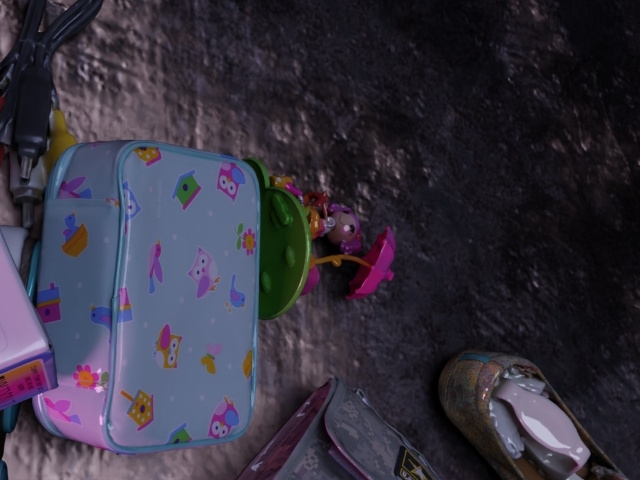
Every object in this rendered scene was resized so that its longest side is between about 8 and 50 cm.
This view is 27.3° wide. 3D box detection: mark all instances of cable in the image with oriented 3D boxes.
[{"bbox_3d":[-0.281,-0.152,1.258,0.139,0.072,0.287,8,62,-8],"label":"cable"}]

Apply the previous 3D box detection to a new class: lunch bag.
[{"bbox_3d":[0.025,0.291,1.231,0.235,0.169,0.287,46,52,-6],"label":"lunch bag"},{"bbox_3d":[-0.146,0.055,1.184,0.224,0.107,0.279,5,88,-57],"label":"lunch bag"}]

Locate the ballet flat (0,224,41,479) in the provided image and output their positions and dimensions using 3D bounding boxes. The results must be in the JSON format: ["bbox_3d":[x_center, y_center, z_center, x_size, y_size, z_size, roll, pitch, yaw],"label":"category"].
[{"bbox_3d":[-0.316,0.177,1.119,0.139,0.139,0.400,12,69,-24],"label":"ballet flat"}]

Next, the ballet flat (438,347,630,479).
[{"bbox_3d":[0.263,0.249,1.389,0.348,0.123,0.123,48,62,-10],"label":"ballet flat"}]

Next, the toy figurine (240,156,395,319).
[{"bbox_3d":[0.000,0.000,1.336,0.159,0.130,0.173,5,51,-39],"label":"toy figurine"}]

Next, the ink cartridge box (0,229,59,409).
[{"bbox_3d":[-0.434,0.058,1.000,0.395,0.151,0.270,-22,74,-16],"label":"ink cartridge box"}]
